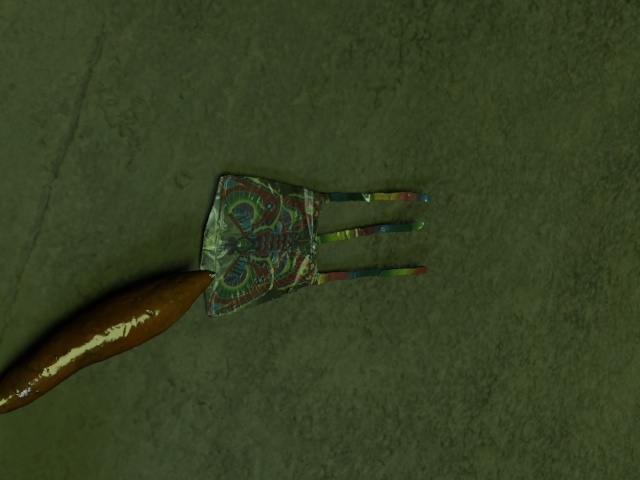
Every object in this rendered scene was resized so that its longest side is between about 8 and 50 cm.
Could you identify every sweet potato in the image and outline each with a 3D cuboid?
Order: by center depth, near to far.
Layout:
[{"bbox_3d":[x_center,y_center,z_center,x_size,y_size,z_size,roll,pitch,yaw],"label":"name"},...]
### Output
[{"bbox_3d":[-0.214,0.091,1.396,0.265,0.057,0.057,-28,120,-20],"label":"sweet potato"}]

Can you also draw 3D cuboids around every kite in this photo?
[{"bbox_3d":[0.000,0.000,1.539,0.285,0.015,0.152,-3,110,-31],"label":"kite"}]
